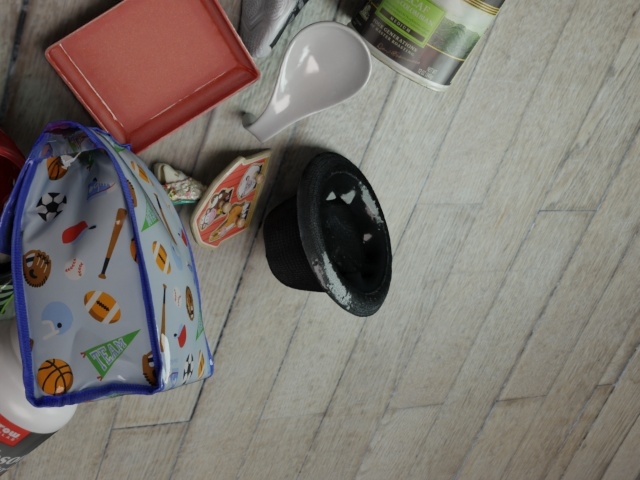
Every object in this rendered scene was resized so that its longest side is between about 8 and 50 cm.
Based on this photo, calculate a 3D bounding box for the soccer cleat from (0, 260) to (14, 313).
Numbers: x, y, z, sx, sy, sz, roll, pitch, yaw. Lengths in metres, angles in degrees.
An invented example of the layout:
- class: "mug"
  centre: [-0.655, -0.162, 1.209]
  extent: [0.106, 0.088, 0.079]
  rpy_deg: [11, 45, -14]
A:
- class: "soccer cleat"
  centre: [-0.540, 0.082, 1.944]
  extent: [0.179, 0.060, 0.072]
  rpy_deg: [-45, 121, 5]

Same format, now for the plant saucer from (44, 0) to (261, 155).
- class: "plant saucer"
  centre: [-0.256, -0.281, 1.804]
  extent: [0.259, 0.048, 0.258]
  rpy_deg: [-31, 138, 1]

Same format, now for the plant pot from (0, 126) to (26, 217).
- class: "plant pot"
  centre: [-0.526, -0.102, 1.698]
  extent: [0.191, 0.174, 0.191]
  rpy_deg: [-18, 135, -19]

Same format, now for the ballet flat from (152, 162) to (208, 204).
- class: "ballet flat"
  centre: [-0.286, -0.090, 1.942]
  extent: [0.241, 0.091, 0.077]
  rpy_deg: [-8, 101, -34]

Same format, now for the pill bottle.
- class: "pill bottle"
  centre: [-0.533, 0.261, 1.933]
  extent: [0.363, 0.210, 0.210]
  rpy_deg: [-38, 139, 21]

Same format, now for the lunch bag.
- class: "lunch bag"
  centre: [-0.313, 0.034, 1.701]
  extent: [0.238, 0.386, 0.328]
  rpy_deg: [-8, 177, 4]

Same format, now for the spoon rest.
- class: "spoon rest"
  centre: [-0.030, -0.245, 1.893]
  extent: [0.137, 0.084, 0.276]
  rpy_deg: [39, 127, -15]

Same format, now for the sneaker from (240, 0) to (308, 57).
- class: "sneaker"
  centre: [-0.018, -0.398, 1.830]
  extent: [0.153, 0.101, 0.269]
  rpy_deg: [1, 127, -37]

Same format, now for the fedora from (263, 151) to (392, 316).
- class: "fedora"
  centre: [0.000, 0.000, 2.125]
  extent: [0.152, 0.334, 0.334]
  rpy_deg: [-12, 145, 26]

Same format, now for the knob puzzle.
- class: "knob puzzle"
  centre: [-0.155, -0.058, 2.027]
  extent: [0.213, 0.030, 0.213]
  rpy_deg: [-45, 156, -27]

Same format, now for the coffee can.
- class: "coffee can"
  centre: [0.197, -0.408, 1.890]
  extent: [0.201, 0.201, 0.275]
  rpy_deg: [14, 118, -41]
